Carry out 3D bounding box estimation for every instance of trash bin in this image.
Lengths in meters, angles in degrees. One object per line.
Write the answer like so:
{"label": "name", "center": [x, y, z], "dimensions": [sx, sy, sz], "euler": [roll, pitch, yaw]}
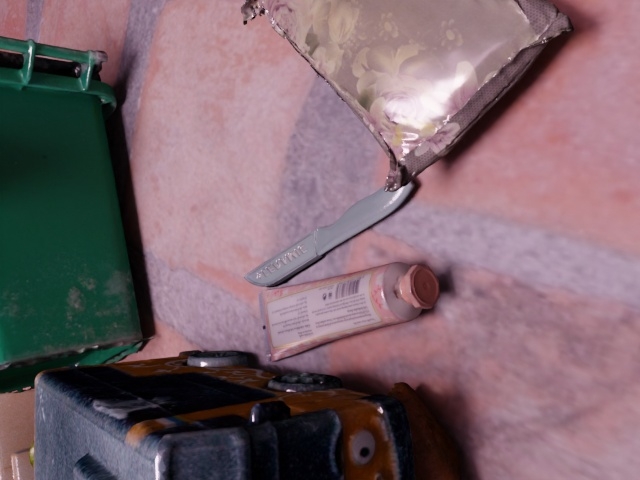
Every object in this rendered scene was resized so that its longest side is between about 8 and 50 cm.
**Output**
{"label": "trash bin", "center": [-0.358, -0.023, 0.714], "dimensions": [0.295, 0.259, 0.381], "euler": [-30, 75, 39]}

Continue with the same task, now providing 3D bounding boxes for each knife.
{"label": "knife", "center": [0.001, 0.000, 0.515], "dimensions": [0.210, 0.015, 0.028], "euler": [-34, 73, 39]}

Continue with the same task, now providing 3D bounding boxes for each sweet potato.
{"label": "sweet potato", "center": [0.073, 0.158, 0.414], "dimensions": [0.049, 0.049, 0.117], "euler": [-51, 53, 30]}

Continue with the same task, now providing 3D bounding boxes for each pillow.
{"label": "pillow", "center": [0.045, -0.165, 0.444], "dimensions": [0.169, 0.059, 0.255], "euler": [-46, 60, 21]}

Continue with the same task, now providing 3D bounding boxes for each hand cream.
{"label": "hand cream", "center": [0.009, 0.058, 0.490], "dimensions": [0.209, 0.043, 0.067], "euler": [-21, 76, 49]}

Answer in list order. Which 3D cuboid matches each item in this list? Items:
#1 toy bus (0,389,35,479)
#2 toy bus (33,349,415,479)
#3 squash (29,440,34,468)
{"label": "toy bus", "center": [-0.446, 0.320, 0.883], "dimensions": [0.103, 0.091, 0.182], "euler": [-36, 63, 38]}
{"label": "toy bus", "center": [-0.097, 0.179, 0.459], "dimensions": [0.323, 0.194, 0.162], "euler": [-5, 85, 54]}
{"label": "squash", "center": [-0.311, 0.258, 0.770], "dimensions": [0.239, 0.069, 0.069], "euler": [-28, 70, 40]}
